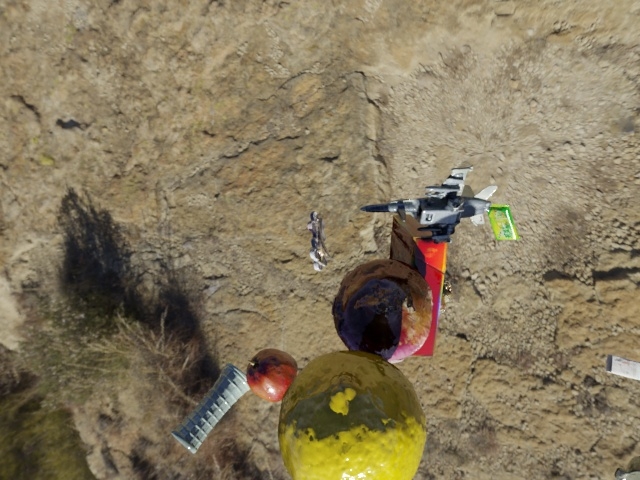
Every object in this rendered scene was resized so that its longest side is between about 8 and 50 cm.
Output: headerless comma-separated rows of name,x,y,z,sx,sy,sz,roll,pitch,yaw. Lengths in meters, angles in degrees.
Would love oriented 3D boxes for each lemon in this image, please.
lemon,0.052,0.326,0.703,0.253,0.254,0.311,16,139,18

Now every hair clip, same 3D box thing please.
hair clip,-0.007,0.002,1.733,0.075,0.146,0.257,-23,62,24

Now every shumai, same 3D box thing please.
shumai,0.511,0.254,1.770,0.145,0.116,0.146,-6,134,-7

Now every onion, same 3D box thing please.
onion,0.130,0.147,0.872,0.229,0.163,0.230,-2,81,11

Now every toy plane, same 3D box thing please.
toy plane,0.214,-0.060,0.816,0.261,0.088,0.192,-8,132,-8

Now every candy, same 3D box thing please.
candy,0.723,-0.072,1.637,0.102,0.032,0.178,-2,125,46

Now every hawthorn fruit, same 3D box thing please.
hawthorn fruit,-0.182,0.458,1.426,0.200,0.179,0.179,35,118,-28

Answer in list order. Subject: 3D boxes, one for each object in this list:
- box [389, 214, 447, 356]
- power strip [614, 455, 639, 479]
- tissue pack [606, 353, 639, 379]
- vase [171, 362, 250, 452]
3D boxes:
box,0.238,0.108,1.050,0.089,0.197,0.314,-1,108,-4
power strip,0.570,0.401,0.559,0.285,0.048,0.080,23,121,36
tissue pack,0.942,0.393,1.273,0.108,0.023,0.056,17,76,-8
vase,-0.393,0.609,1.494,0.143,0.299,0.143,29,146,22
